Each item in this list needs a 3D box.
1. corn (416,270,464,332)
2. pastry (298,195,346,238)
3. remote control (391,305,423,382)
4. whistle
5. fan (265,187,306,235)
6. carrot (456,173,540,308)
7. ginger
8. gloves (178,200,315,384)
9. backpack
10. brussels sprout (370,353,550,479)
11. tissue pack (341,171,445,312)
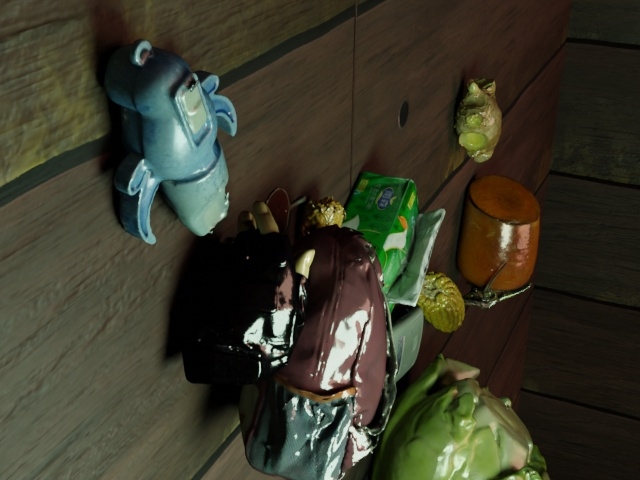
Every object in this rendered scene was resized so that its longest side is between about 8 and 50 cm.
[{"bbox_3d":[0.270,0.140,2.042,0.310,0.101,0.102,44,60,-63],"label":"corn"},{"bbox_3d":[0.000,0.000,1.358,0.080,0.056,0.140,-27,135,-56],"label":"pastry"},{"bbox_3d":[0.143,0.216,1.826,0.296,0.056,0.140,-23,124,-66],"label":"remote control"},{"bbox_3d":[-0.144,-0.098,0.916,0.180,0.093,0.269,-58,158,-29],"label":"whistle"},{"bbox_3d":[-0.051,-0.039,1.275,0.133,0.005,0.085,-40,137,-56],"label":"fan"},{"bbox_3d":[0.442,0.027,2.275,0.214,0.193,0.331,-125,-141,-61],"label":"carrot"},{"bbox_3d":[0.351,-0.271,2.027,0.216,0.102,0.157,72,30,-52],"label":"ginger"},{"bbox_3d":[-0.084,0.056,1.069,0.124,0.164,0.204,-162,-107,-69],"label":"gloves"},{"bbox_3d":[0.005,0.137,1.226,0.283,0.197,0.317,-126,-132,-83],"label":"backpack"},{"bbox_3d":[0.269,0.489,1.931,0.361,0.342,0.425,-45,-159,13],"label":"brussels sprout"},{"bbox_3d":[0.111,0.019,1.511,0.148,0.156,0.209,77,31,-52],"label":"tissue pack"}]
